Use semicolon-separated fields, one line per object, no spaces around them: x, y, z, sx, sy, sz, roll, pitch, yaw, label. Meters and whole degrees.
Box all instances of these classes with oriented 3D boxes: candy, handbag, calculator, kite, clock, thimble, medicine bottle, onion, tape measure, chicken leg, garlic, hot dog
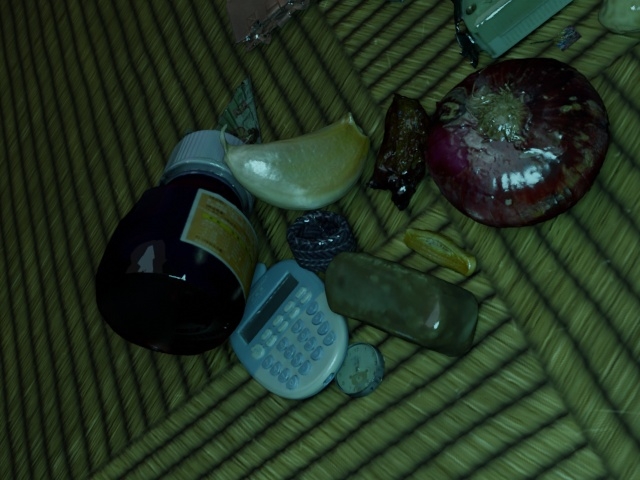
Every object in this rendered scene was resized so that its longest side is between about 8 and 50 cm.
0.113;0.087;1.248;0.234;0.104;0.102;15;82;44;candy
-0.094;-0.496;1.780;0.212;0.059;0.157;-35;47;22;handbag
-0.060;0.133;1.399;0.188;0.042;0.302;-51;40;6;calculator
-0.195;-0.187;1.722;0.268;0.013;0.322;20;78;43;kite
0.056;0.191;1.295;0.085;0.017;0.085;-20;55;31;clock
0.001;0.001;1.394;0.095;0.066;0.104;-37;40;-22;thimble
-0.208;-0.019;1.444;0.243;0.242;0.395;-21;36;30;medicine bottle
0.269;-0.131;1.185;0.247;0.190;0.246;-6;73;19;onion
0.287;-0.419;1.383;0.235;0.115;0.207;-37;50;18;tape measure
0.131;-0.150;1.397;0.105;0.063;0.233;-2;63;34;chicken leg
-0.041;-0.129;1.428;0.245;0.164;0.145;-9;36;-15;garlic
0.179;0.013;1.287;0.137;0.028;0.044;27;111;47;hot dog
0.361;-0.303;1.332;0.078;0.002;0.044;-22;54;28;kite

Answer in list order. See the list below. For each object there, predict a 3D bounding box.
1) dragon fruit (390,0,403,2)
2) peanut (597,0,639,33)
0.103;-0.576;1.561;0.283;0.204;0.221;25;85;46;dragon fruit
0.484;-0.399;1.208;0.124;0.124;0.256;31;90;45;peanut
